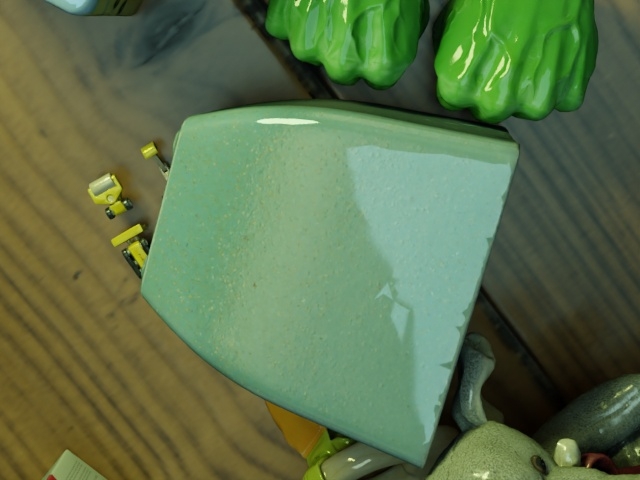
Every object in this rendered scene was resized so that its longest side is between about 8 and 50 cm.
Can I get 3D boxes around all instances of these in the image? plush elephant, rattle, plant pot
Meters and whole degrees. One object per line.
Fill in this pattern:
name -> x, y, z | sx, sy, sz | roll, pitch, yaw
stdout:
plush elephant -> 0.186, 0.212, 0.882 | 0.329, 0.255, 0.272 | -7, 64, 24
rattle -> 0.065, 0.172, 1.086 | 0.199, 0.143, 0.130 | -20, 133, -10
plant pot -> 0.000, 0.000, 0.948 | 0.252, 0.247, 0.248 | 16, 100, 3

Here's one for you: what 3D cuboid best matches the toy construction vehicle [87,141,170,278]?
toy construction vehicle -> -0.155, -0.029, 1.051 | 0.085, 0.035, 0.098 | -32, 107, 8

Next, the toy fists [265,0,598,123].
toy fists -> 0.093, -0.180, 0.975 | 0.279, 0.096, 0.142 | 14, 84, -5

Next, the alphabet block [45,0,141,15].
alphabet block -> -0.205, -0.299, 0.912 | 0.193, 0.197, 0.192 | 31, 101, -4

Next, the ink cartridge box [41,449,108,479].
ink cartridge box -> -0.213, 0.310, 1.070 | 0.176, 0.128, 0.127 | 38, 100, -6
